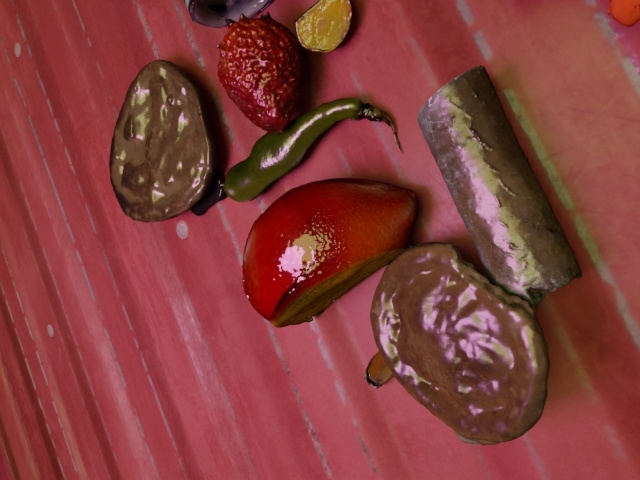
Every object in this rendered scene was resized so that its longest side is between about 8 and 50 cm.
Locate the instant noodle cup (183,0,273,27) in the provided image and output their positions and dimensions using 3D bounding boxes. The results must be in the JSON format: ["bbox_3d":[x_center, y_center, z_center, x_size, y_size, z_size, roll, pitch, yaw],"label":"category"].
[{"bbox_3d":[-0.161,-0.448,0.614,0.206,0.207,0.233,-23,91,34],"label":"instant noodle cup"}]

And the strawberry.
[{"bbox_3d":[-0.088,-0.230,0.624,0.131,0.131,0.148,-1,75,34],"label":"strawberry"}]

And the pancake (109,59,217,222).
[{"bbox_3d":[-0.294,-0.166,0.804,0.294,0.049,0.295,3,95,32],"label":"pancake"}]

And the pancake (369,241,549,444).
[{"bbox_3d":[0.144,0.116,0.508,0.222,0.042,0.236,-50,59,42],"label":"pancake"}]

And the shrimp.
[{"bbox_3d":[0.136,0.203,0.591,0.166,0.049,0.161,-28,79,35],"label":"shrimp"}]

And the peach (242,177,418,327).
[{"bbox_3d":[-0.005,0.002,0.590,0.267,0.153,0.159,-38,74,33],"label":"peach"}]

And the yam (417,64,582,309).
[{"bbox_3d":[0.194,-0.052,0.487,0.093,0.093,0.260,-27,82,34],"label":"yam"}]

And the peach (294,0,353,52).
[{"bbox_3d":[0.007,-0.300,0.597,0.077,0.050,0.084,17,118,7],"label":"peach"}]

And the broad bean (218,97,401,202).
[{"bbox_3d":[-0.042,-0.129,0.655,0.317,0.056,0.098,-14,89,33],"label":"broad bean"}]

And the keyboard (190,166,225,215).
[{"bbox_3d":[-0.248,-0.178,0.810,0.106,0.016,0.263,-28,81,34],"label":"keyboard"}]

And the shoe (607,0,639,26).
[{"bbox_3d":[0.223,-0.331,0.414,0.337,0.132,0.171,54,131,12],"label":"shoe"}]
